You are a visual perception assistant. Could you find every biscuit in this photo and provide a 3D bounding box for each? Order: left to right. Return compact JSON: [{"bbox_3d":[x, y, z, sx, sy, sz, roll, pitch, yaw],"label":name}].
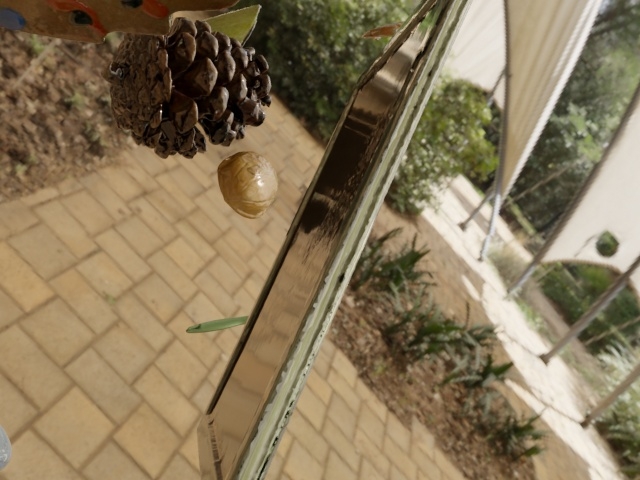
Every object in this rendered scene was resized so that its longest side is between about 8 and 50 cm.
[{"bbox_3d":[-0.097,-0.128,0.317,0.119,0.129,0.019,42,29,-48],"label":"biscuit"}]

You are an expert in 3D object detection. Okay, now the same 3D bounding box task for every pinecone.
[{"bbox_3d":[-0.209,-0.234,1.096,0.272,0.224,0.224,-1,49,-45],"label":"pinecone"}]

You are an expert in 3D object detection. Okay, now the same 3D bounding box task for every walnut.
[{"bbox_3d":[-0.088,-0.081,0.953,0.091,0.052,0.121,56,26,-14],"label":"walnut"}]

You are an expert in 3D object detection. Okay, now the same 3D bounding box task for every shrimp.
[{"bbox_3d":[0.099,-0.251,0.842,0.083,0.114,0.023,17,-63,56],"label":"shrimp"}]

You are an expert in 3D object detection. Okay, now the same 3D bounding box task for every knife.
[{"bbox_3d":[-0.107,0.124,1.105,0.030,0.207,0.014,-119,-158,-60],"label":"knife"}]

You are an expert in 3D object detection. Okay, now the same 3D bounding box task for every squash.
[{"bbox_3d":[-0.196,-0.333,1.322,0.154,0.204,0.237,5,42,-3],"label":"squash"}]

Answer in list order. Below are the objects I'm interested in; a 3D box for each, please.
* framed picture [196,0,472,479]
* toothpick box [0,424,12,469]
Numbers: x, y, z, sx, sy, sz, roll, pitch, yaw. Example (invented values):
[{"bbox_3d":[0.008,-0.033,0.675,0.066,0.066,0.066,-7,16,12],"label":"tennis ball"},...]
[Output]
[{"bbox_3d":[0.000,0.000,0.417,0.019,0.296,0.232,26,-7,-8],"label":"framed picture"},{"bbox_3d":[-0.745,0.440,1.232,0.263,0.354,0.263,43,-11,11],"label":"toothpick box"}]
